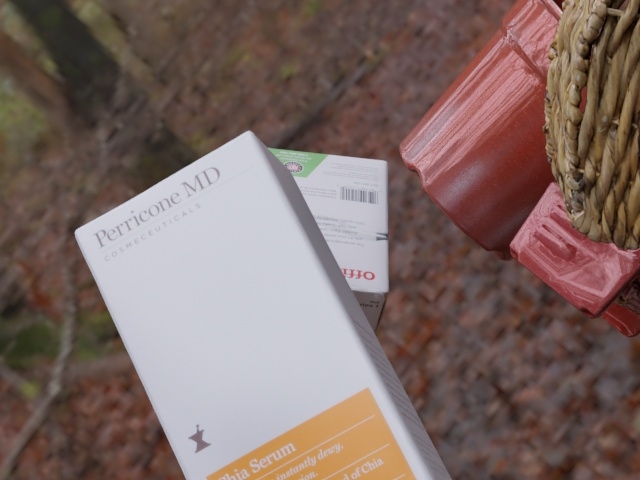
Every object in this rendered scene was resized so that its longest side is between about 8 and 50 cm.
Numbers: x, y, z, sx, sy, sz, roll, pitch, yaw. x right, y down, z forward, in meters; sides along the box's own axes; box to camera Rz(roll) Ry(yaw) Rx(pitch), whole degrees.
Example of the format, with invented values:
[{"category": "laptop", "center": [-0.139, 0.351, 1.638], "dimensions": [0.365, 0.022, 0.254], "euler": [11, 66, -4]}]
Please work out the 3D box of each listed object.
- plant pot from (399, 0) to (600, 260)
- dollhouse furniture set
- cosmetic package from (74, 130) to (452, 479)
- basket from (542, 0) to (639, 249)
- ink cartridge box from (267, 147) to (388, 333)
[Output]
[{"category": "plant pot", "center": [0.255, -0.134, 1.998], "dimensions": [0.265, 0.272, 0.272], "euler": [-44, 12, 15]}, {"category": "dollhouse furniture set", "center": [0.374, 0.071, 1.512], "dimensions": [0.152, 0.374, 0.201], "euler": [-52, -21, 7]}, {"category": "cosmetic package", "center": [-0.052, 0.142, 1.732], "dimensions": [0.230, 0.453, 0.161], "euler": [-30, -21, 5]}, {"category": "basket", "center": [0.283, -0.156, 1.266], "dimensions": [0.223, 0.213, 0.299], "euler": [-84, 7, -63]}, {"category": "ink cartridge box", "center": [0.000, 0.000, 2.031], "dimensions": [0.092, 0.160, 0.219], "euler": [102, 173, -49]}]
